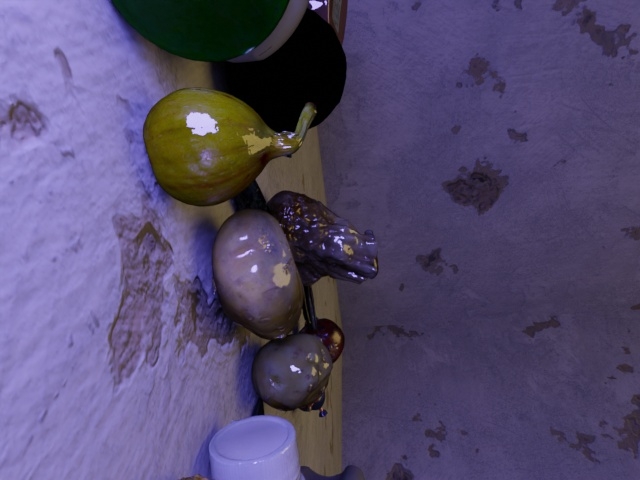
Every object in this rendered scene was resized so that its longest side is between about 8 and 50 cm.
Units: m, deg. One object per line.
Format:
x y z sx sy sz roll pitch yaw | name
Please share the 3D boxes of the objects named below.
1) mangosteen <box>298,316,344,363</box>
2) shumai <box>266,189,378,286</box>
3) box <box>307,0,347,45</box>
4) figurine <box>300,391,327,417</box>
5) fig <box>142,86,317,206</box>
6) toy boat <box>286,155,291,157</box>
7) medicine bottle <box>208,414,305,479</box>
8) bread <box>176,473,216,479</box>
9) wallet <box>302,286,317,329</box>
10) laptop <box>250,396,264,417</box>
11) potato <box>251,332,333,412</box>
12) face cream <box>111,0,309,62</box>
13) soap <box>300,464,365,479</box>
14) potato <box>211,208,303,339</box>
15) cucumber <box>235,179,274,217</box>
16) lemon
-0.009 0.332 1.461 0.180 0.165 0.166 -163 -115 -67 | mangosteen
0.003 -0.001 1.159 0.346 0.282 0.217 78 10 -52 | shumai
-0.053 -0.612 1.152 0.301 0.215 0.302 5 90 -78 | box
-0.036 0.454 1.299 0.195 0.102 0.112 73 16 -68 | figurine
-0.116 -0.110 0.554 0.148 0.186 0.142 -64 167 -64 | fig
-0.126 -0.343 1.328 0.080 0.045 0.229 -90 173 -47 | toy boat
-0.084 0.400 0.649 0.144 0.144 0.253 -48 136 -82 | medicine bottle
-0.108 0.370 0.447 0.240 0.138 0.240 -3 90 -82 | bread
-0.046 0.173 1.465 0.317 0.044 0.169 -139 -139 -83 | wallet
-0.125 0.411 0.863 0.197 0.016 0.136 -72 158 -75 | laptop
-0.059 0.270 0.921 0.262 0.164 0.165 107 -18 -71 | potato
-0.117 -0.392 0.568 0.357 0.219 0.313 -83 169 -48 | face cream
0.009 0.715 1.010 0.435 0.212 0.351 70 17 -67 | soap
-0.102 0.072 0.766 0.296 0.141 0.192 73 -3 -61 | potato
-0.142 -0.064 0.904 0.078 0.062 0.211 47 -15 38 | cucumber
-0.069 -0.339 0.914 0.320 0.244 0.246 -121 -154 -83 | lemon
